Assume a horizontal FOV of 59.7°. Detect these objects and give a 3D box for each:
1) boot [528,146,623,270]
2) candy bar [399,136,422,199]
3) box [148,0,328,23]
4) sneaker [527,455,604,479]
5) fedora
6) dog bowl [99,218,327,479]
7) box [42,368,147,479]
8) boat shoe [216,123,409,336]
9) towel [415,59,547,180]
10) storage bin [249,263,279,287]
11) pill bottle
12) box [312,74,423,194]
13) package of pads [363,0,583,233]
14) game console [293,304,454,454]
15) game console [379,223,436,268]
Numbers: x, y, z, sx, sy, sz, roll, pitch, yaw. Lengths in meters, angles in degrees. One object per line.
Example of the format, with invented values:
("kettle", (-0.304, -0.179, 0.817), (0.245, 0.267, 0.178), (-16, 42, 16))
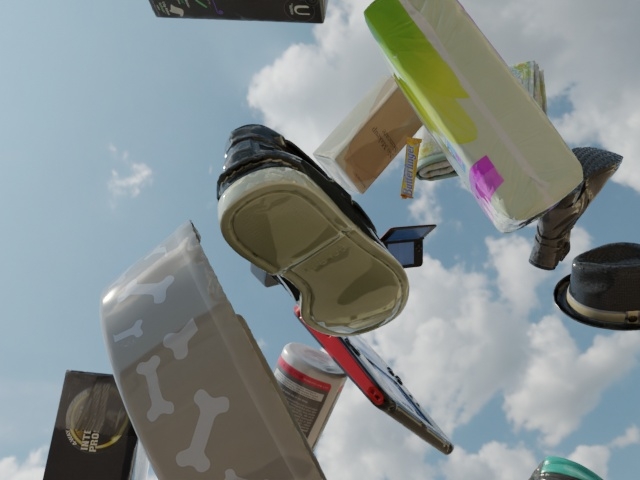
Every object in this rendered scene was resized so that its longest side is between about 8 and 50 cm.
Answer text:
("boot", (0.606, -0.083, 1.356), (0.338, 0.118, 0.222), (-29, -49, -32))
("candy bar", (0.231, -0.184, 1.436), (0.040, 0.018, 0.161), (8, -82, 14))
("box", (-0.119, -0.428, 0.806), (0.271, 0.165, 0.143), (6, -23, 9))
("sneaker", (0.277, 0.378, 0.761), (0.296, 0.123, 0.178), (-13, 0, 29))
("fedora", (0.800, 0.099, 1.492), (0.334, 0.334, 0.152), (-19, -64, -7))
("dog bowl", (-0.088, 0.155, 0.530), (0.102, 0.349, 0.348), (-28, -51, -11))
("box", (-0.277, 0.342, 0.705), (0.097, 0.318, 0.395), (11, -19, -11))
("boat shoe", (-0.004, 0.002, 0.586), (0.127, 0.113, 0.340), (-31, -36, 14))
("towel", (0.450, -0.338, 1.584), (0.375, 0.320, 0.090), (-9, -38, 30))
("storage bin", (-0.066, 0.009, 0.925), (0.091, 0.098, 0.135), (-16, -49, -36))
("pill bottle", (-0.071, 0.432, 1.383), (0.176, 0.176, 0.318), (22, -85, -31))
("box", (0.142, -0.289, 1.513), (0.311, 0.121, 0.148), (-51, -56, -9))
("package of pads", (0.187, -0.154, 0.687), (0.101, 0.296, 0.229), (-34, -12, 13))
("game console", (0.117, 0.286, 1.206), (0.060, 0.342, 0.386), (-47, -45, -2))
("game console", (0.226, 0.019, 1.462), (0.144, 0.085, 0.124), (-4, -83, -22))
